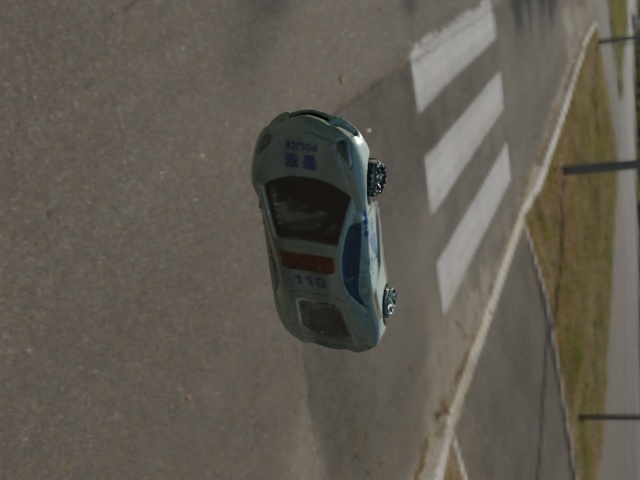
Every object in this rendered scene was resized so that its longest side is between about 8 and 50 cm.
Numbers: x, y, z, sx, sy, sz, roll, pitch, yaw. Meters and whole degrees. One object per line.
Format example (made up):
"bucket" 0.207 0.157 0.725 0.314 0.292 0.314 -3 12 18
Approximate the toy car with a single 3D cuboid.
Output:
"toy car" 0.000 0.000 0.664 0.056 0.095 0.205 -59 150 -44
